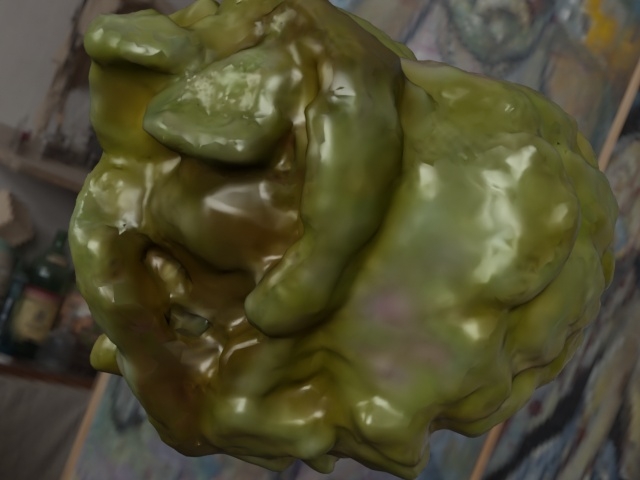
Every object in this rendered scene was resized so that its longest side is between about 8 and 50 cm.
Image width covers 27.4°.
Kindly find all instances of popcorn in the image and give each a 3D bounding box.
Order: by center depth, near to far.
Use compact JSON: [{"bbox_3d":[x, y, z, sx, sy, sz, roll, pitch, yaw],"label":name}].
[{"bbox_3d":[0.000,0.000,0.580,0.259,0.212,0.259,16,12,-3],"label":"popcorn"}]
